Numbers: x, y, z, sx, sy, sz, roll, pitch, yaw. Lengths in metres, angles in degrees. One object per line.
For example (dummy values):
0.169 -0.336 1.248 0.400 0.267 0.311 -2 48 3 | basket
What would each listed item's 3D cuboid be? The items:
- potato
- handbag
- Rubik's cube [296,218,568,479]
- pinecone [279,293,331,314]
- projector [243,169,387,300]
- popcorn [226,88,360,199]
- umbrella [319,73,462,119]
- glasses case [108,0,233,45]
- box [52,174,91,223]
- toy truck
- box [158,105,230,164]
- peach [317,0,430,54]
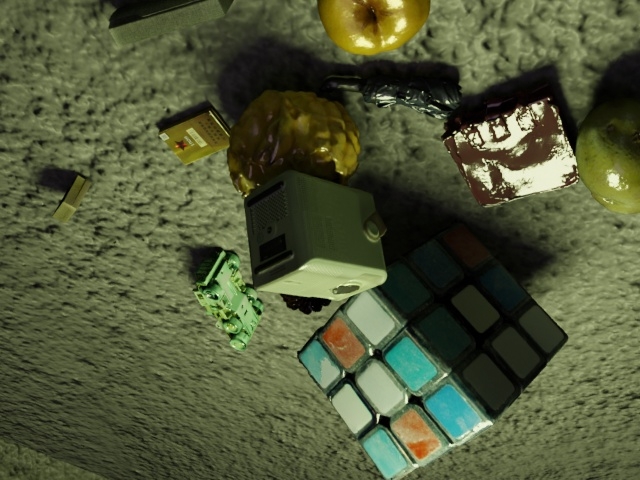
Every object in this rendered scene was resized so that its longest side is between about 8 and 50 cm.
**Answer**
0.533 -0.137 1.150 0.159 0.174 0.251 24 174 39 | potato
0.351 -0.172 1.213 0.203 0.074 0.216 -19 129 27 | handbag
0.225 0.228 1.374 0.363 0.362 0.359 51 134 18 | Rubik's cube
-0.026 0.104 1.542 0.121 0.140 0.140 3 151 -46 | pinecone
0.000 0.000 1.156 0.163 0.177 0.242 -24 156 39 | projector
-0.050 -0.168 1.201 0.250 0.190 0.250 2 134 2 | popcorn
0.122 -0.262 1.158 0.248 0.071 0.071 10 138 1 | umbrella
-0.247 -0.378 1.092 0.205 0.071 0.047 -8 131 19 | glasses case
-0.540 -0.091 1.442 0.035 0.083 0.079 31 140 -23 | box
-0.244 0.147 1.628 0.135 0.128 0.259 7 140 22 | toy truck
-0.242 -0.207 1.312 0.133 0.023 0.090 -18 130 27 | box
0.079 -0.371 1.020 0.179 0.103 0.179 3 139 2 | peach
